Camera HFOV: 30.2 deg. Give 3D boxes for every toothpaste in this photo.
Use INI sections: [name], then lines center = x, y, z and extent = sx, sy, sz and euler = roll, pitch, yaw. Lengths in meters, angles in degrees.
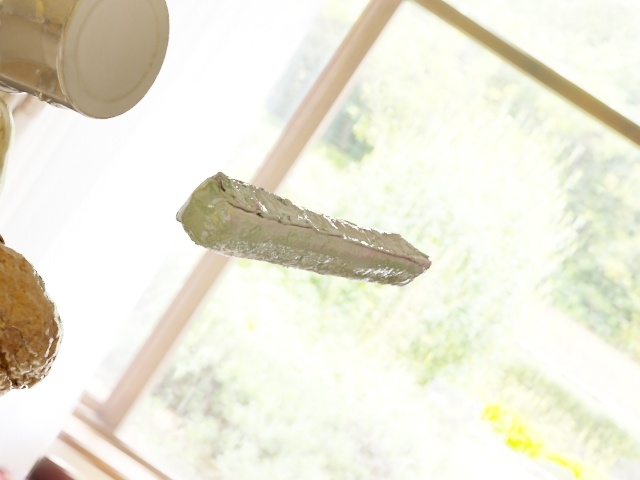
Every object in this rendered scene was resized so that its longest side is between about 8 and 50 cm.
[toothpaste]
center = -0.177, -0.116, 0.496
extent = 0.266, 0.061, 0.096
euler = 25, -36, 31

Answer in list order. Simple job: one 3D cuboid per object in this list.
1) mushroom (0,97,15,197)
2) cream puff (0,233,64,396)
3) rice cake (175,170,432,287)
[mushroom]
center = -0.321, -0.079, 0.987
extent = 0.148, 0.148, 0.112
euler = 34, 22, -2
[cream puff]
center = -0.296, 0.077, 0.844
extent = 0.183, 0.169, 0.183
euler = 26, -34, 19
[rice cake]
center = -0.001, 0.000, 0.630
extent = 0.208, 0.033, 0.033
euler = 15, 35, -56
